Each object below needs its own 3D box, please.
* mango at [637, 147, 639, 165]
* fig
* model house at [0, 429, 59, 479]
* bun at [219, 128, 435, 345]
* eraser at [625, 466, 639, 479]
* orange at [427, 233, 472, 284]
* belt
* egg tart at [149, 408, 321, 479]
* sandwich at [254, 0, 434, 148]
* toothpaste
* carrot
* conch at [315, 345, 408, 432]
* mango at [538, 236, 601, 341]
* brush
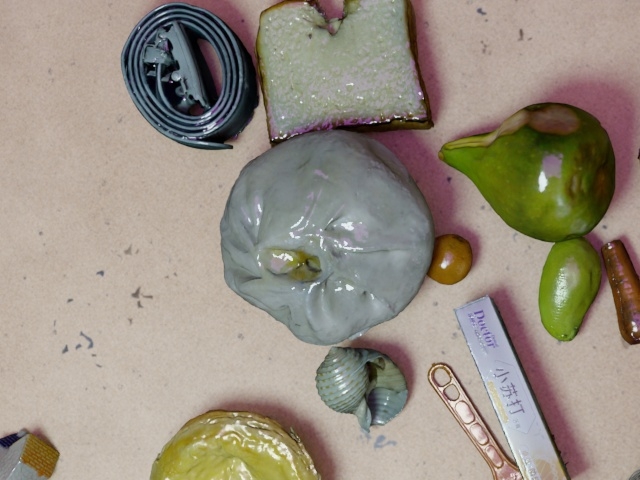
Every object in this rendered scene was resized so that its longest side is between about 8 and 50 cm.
[{"bbox_3d":[0.558,-0.128,1.481,0.153,0.126,0.252,3,98,-6],"label":"mango"},{"bbox_3d":[0.305,-0.111,1.531,0.275,0.206,0.206,11,91,40],"label":"fig"},{"bbox_3d":[-0.524,0.389,1.762,0.100,0.088,0.100,15,66,45],"label":"model house"},{"bbox_3d":[0.001,-0.006,1.551,0.354,0.194,0.355,6,105,22],"label":"bun"},{"bbox_3d":[0.442,0.453,1.506,0.096,0.098,0.404,46,99,10],"label":"eraser"},{"bbox_3d":[0.201,0.029,1.588,0.085,0.085,0.085,0,88,14],"label":"orange"},{"bbox_3d":[-0.214,-0.267,1.680,0.206,0.116,0.268,-33,79,6],"label":"belt"},{"bbox_3d":[-0.131,0.423,1.639,0.314,0.120,0.315,0,89,16],"label":"egg tart"},{"bbox_3d":[0.031,-0.282,1.631,0.273,0.095,0.249,-9,87,13],"label":"sandwich"},{"bbox_3d":[0.297,0.238,1.545,0.071,0.089,0.313,-23,80,12],"label":"toothpaste"},{"bbox_3d":[0.469,0.079,1.536,0.055,0.055,0.162,-16,78,13],"label":"carrot"},{"bbox_3d":[0.064,0.222,1.602,0.135,0.153,0.102,-28,42,11],"label":"conch"},{"bbox_3d":[0.383,0.074,1.543,0.091,0.074,0.165,7,90,12],"label":"mango"},{"bbox_3d":[0.266,0.328,1.596,0.090,0.017,0.314,-35,80,11],"label":"brush"}]
